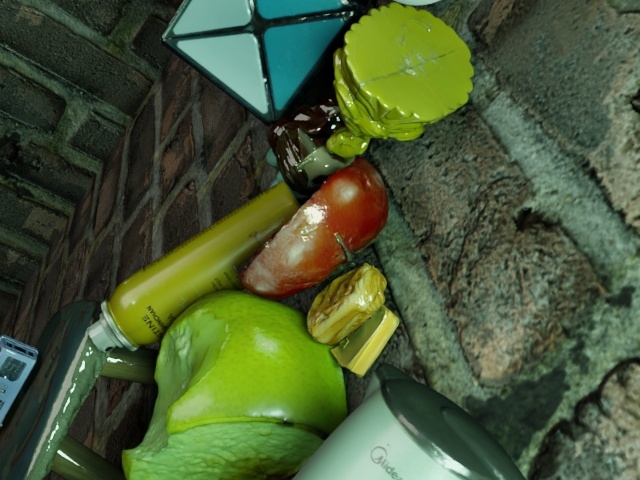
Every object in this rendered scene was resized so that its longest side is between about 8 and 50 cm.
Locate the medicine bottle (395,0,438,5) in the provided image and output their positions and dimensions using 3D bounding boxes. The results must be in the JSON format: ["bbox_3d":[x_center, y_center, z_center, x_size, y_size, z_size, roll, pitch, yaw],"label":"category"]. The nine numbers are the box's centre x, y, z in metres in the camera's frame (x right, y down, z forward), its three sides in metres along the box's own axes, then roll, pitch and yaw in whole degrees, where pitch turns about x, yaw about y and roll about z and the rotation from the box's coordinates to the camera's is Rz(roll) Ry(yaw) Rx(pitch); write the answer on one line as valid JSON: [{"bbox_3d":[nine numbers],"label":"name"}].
[{"bbox_3d":[0.138,-0.484,1.224,0.165,0.165,0.273,-41,33,37],"label":"medicine bottle"}]

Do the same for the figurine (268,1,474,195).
[{"bbox_3d":[0.043,-0.155,1.114,0.315,0.168,0.187,-42,14,53],"label":"figurine"}]

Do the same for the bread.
[{"bbox_3d":[0.030,0.072,0.949,0.110,0.044,0.083,-41,20,28],"label":"bread"}]

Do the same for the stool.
[{"bbox_3d":[-0.360,0.274,1.326,0.310,0.226,0.310,-10,57,60],"label":"stool"}]

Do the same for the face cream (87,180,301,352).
[{"bbox_3d":[-0.173,0.049,1.170,0.348,0.105,0.105,-32,28,-1],"label":"face cream"}]

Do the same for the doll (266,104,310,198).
[{"bbox_3d":[-0.040,-0.124,1.316,0.159,0.059,0.158,-52,26,16],"label":"doll"}]

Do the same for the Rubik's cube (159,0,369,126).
[{"bbox_3d":[-0.084,-0.373,1.371,0.246,0.248,0.250,-52,9,23],"label":"Rubik's cube"}]

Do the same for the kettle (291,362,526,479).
[{"bbox_3d":[0.064,0.250,0.658,0.221,0.161,0.236,42,101,36],"label":"kettle"}]

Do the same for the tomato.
[{"bbox_3d":[0.003,0.001,1.018,0.228,0.101,0.228,-43,1,1],"label":"tomato"}]

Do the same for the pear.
[{"bbox_3d":[-0.112,0.166,1.032,0.286,0.176,0.282,-41,30,35],"label":"pear"}]

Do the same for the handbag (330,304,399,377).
[{"bbox_3d":[0.052,0.110,0.946,0.083,0.027,0.061,-56,22,2],"label":"handbag"}]

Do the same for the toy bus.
[{"bbox_3d":[-0.521,0.241,1.317,0.167,0.073,0.076,-61,26,0],"label":"toy bus"}]
